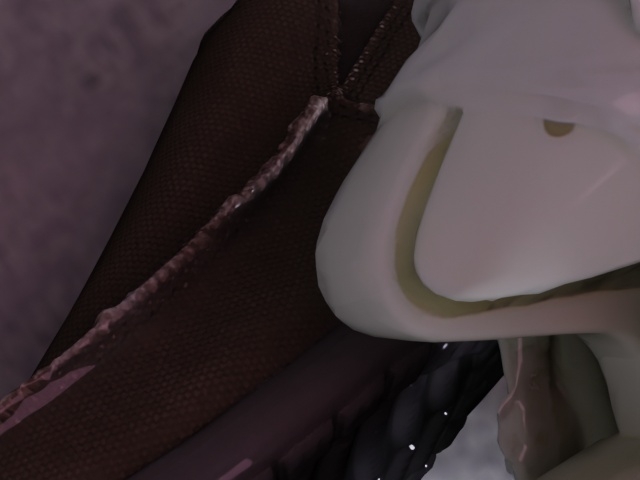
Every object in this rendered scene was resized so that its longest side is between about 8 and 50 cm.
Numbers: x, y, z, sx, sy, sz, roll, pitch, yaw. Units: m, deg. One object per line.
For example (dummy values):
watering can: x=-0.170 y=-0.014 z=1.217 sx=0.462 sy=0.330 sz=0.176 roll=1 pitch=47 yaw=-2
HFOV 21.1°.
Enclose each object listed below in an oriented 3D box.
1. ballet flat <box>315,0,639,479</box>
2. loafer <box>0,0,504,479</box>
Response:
ballet flat: x=0.070 y=0.045 z=0.372 sx=0.147 sy=0.147 sz=0.409 roll=-8 pitch=93 yaw=-21
loafer: x=0.000 y=0.000 z=0.513 sx=0.130 sy=0.134 sz=0.366 roll=40 pitch=58 yaw=18
